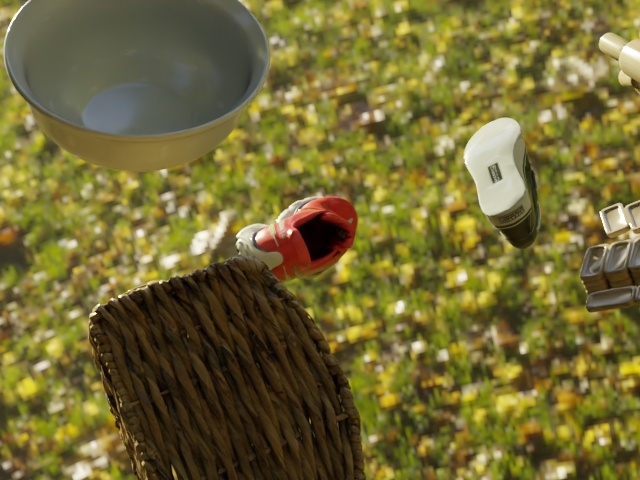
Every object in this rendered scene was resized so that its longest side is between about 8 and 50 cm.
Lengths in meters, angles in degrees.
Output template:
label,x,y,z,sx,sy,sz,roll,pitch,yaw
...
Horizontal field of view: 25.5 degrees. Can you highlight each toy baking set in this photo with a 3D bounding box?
label,x,y,z,sx,sy,sz,roll,pitch,yaw
toy baking set,0.312,-0.075,1.047,0.030,0.197,0.256,-52,27,7

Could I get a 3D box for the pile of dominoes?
label,x,y,z,sx,sy,sz,roll,pitch,yaw
pile of dominoes,0.423,0.013,1.607,0.251,0.040,0.196,-11,33,30

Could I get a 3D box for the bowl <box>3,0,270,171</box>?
label,x,y,z,sx,sy,sz,roll,pitch,yaw
bowl,-0.211,-0.176,1.636,0.298,0.134,0.298,4,49,-5

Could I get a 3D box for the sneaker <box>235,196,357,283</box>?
label,x,y,z,sx,sy,sz,roll,pitch,yaw
sneaker,0.000,0.000,1.864,0.118,0.107,0.279,-16,7,27

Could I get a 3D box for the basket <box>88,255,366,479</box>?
label,x,y,z,sx,sy,sz,roll,pitch,yaw
basket,-0.083,0.182,1.378,0.213,0.299,0.223,-20,-12,-12

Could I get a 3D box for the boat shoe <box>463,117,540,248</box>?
label,x,y,z,sx,sy,sz,roll,pitch,yaw
boat shoe,0.226,-0.070,1.732,0.078,0.070,0.219,-22,33,18
